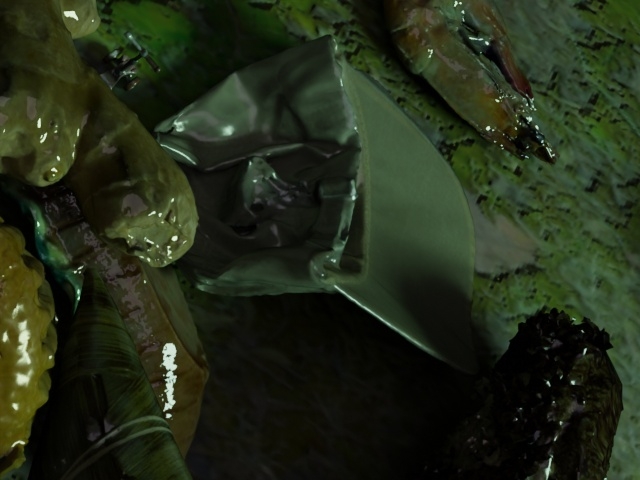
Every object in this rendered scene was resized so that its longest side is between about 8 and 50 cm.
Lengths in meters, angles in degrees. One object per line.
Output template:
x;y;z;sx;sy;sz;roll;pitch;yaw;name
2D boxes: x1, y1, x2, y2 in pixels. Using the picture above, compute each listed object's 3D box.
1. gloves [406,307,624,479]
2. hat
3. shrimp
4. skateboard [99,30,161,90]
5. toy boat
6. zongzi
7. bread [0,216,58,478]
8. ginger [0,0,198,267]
0.113;0.185;1.019;0.135;0.210;0.312;32;77;18;gloves
0.000;0.000;1.053;0.245;0.149;0.214;55;28;-39;hat
0.116;-0.130;1.143;0.101;0.042;0.190;-43;99;-30;shrimp
-0.137;-0.104;1.009;0.064;0.083;0.032;-39;99;-22;skateboard
-0.129;0.060;0.988;0.099;0.108;0.293;-15;94;10;toy boat
-0.155;0.140;0.931;0.084;0.187;0.184;4;55;-47;zongzi
-0.259;0.043;0.881;0.240;0.139;0.240;3;109;8;bread
-0.183;-0.129;0.912;0.148;0.081;0.334;-16;79;-28;ginger
